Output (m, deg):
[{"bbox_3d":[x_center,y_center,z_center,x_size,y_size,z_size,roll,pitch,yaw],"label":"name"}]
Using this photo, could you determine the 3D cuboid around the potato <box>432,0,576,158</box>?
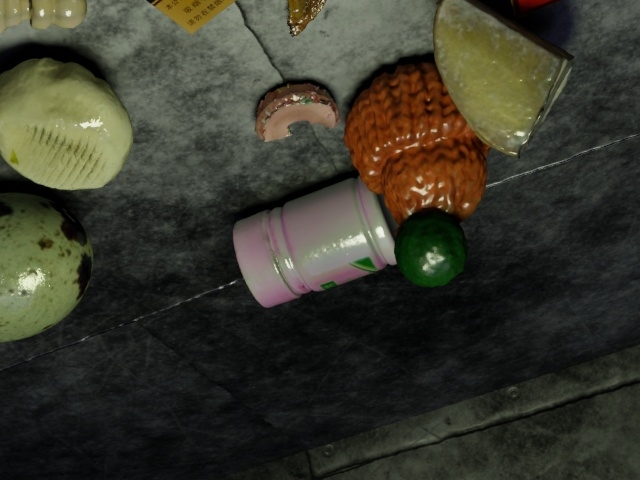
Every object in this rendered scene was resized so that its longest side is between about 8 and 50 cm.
[{"bbox_3d":[0.296,-0.296,1.572,0.264,0.211,0.189,33,112,5],"label":"potato"}]

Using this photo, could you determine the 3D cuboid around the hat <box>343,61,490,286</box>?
[{"bbox_3d":[0.208,-0.128,1.641,0.285,0.400,0.285,-8,143,-6],"label":"hat"}]

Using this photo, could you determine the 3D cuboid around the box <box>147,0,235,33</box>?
[{"bbox_3d":[-0.224,-0.431,1.343,0.152,0.070,0.237,-29,146,24],"label":"box"}]

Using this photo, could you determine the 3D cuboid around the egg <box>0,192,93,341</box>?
[{"bbox_3d":[-0.626,0.058,1.741,0.379,0.287,0.287,-19,147,21],"label":"egg"}]

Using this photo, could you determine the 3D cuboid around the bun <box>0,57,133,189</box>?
[{"bbox_3d":[-0.435,-0.209,1.527,0.259,0.160,0.259,5,149,3],"label":"bun"}]

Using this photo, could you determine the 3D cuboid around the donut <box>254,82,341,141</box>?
[{"bbox_3d":[-0.049,-0.249,1.673,0.166,0.065,0.117,-13,149,-2],"label":"donut"}]

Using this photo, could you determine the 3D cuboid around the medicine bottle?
[{"bbox_3d":[0.000,0.000,1.928,0.325,0.212,0.212,-21,146,11],"label":"medicine bottle"}]

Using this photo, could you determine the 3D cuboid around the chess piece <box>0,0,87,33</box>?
[{"bbox_3d":[-0.442,-0.359,1.360,0.170,0.094,0.094,-4,146,-20],"label":"chess piece"}]

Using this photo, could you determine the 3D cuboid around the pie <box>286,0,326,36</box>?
[{"bbox_3d":[-0.022,-0.421,1.455,0.088,0.033,0.191,-23,147,-13],"label":"pie"}]

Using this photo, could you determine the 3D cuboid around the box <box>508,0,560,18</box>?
[{"bbox_3d":[0.359,-0.485,1.449,0.153,0.074,0.240,-17,146,14],"label":"box"}]
